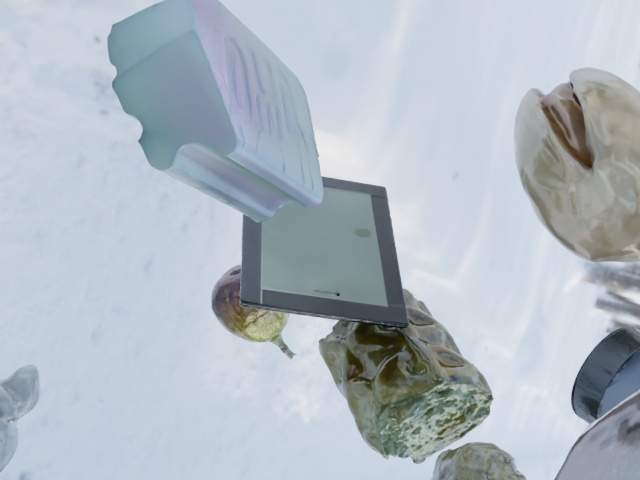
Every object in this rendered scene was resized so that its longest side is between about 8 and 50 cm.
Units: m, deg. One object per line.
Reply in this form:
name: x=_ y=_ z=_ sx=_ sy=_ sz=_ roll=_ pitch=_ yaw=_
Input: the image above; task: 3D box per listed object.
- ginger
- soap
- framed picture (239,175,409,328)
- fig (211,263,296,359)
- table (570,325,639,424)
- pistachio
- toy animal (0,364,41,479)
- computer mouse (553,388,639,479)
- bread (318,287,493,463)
ginger: x=0.189 y=0.323 z=1.085 sx=0.263 sy=0.116 sz=0.109 roll=83 pitch=14 yaw=-54
soap: x=-0.120 y=-0.166 z=1.104 sx=0.347 sy=0.115 sz=0.208 roll=29 pitch=47 yaw=-65
framed picture: x=0.000 y=0.000 z=1.441 sx=0.347 sy=0.265 sz=0.016 roll=-95 pitch=-162 yaw=-49
fig: x=-0.118 y=0.160 z=1.836 sx=0.257 sy=0.159 sz=0.159 roll=56 pitch=47 yaw=-31
table: x=0.371 y=0.174 z=1.085 sx=0.133 sy=0.043 sz=0.133 roll=-17 pitch=122 yaw=-29
pistachio: x=0.356 y=-0.109 z=1.144 sx=0.214 sy=0.193 sz=0.318 roll=49 pitch=26 yaw=-36
toy animal: x=-0.497 y=0.197 z=1.076 sx=0.265 sy=0.206 sz=0.272 roll=63 pitch=23 yaw=-44
computer mouse: x=0.156 y=0.099 z=0.254 sx=0.389 sy=0.115 sz=0.200 roll=-33 pitch=-146 yaw=43
bread: x=0.135 y=0.219 z=1.460 sx=0.238 sy=0.252 sz=0.196 roll=-34 pitch=133 yaw=-9
